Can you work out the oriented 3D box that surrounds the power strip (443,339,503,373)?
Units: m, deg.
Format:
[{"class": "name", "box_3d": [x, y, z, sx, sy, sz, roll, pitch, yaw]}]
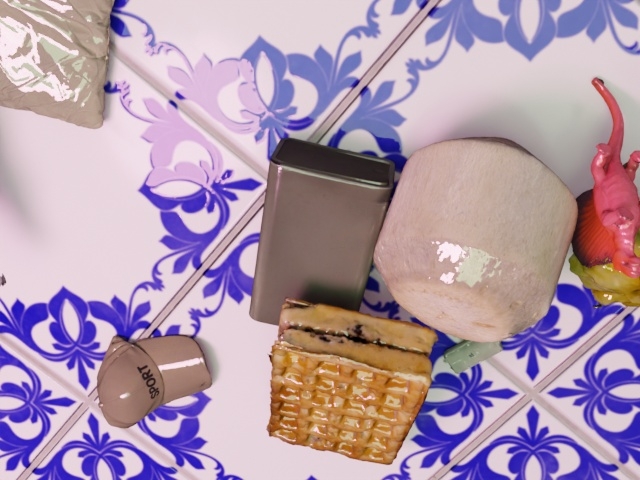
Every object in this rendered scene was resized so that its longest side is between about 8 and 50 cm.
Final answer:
[{"class": "power strip", "box_3d": [0.226, 0.164, 1.281, 0.090, 0.016, 0.040, -32, 104, 17]}]

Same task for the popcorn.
[{"class": "popcorn", "box_3d": [0.413, 0.024, 1.106, 0.168, 0.195, 0.173, 12, 107, 1]}]

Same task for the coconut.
[{"class": "coconut", "box_3d": [0.202, -0.016, 1.096, 0.237, 0.266, 0.237, 16, 157, 7]}]

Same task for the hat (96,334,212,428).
[{"class": "hat", "box_3d": [-0.257, 0.214, 1.326, 0.175, 0.085, 0.147, -16, 108, 14]}]

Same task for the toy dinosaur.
[{"class": "toy dinosaur", "box_3d": [0.351, -0.060, 1.084, 0.070, 0.286, 0.139, 8, 141, -11]}]

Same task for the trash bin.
[{"class": "trash bin", "box_3d": [0.000, 0.000, 1.192, 0.164, 0.122, 0.240, 11, 114, 2]}]

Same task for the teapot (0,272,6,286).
[{"class": "teapot", "box_3d": [-0.602, -0.076, 1.190, 0.424, 0.252, 0.280, 35, 151, 13]}]

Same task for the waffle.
[{"class": "waffle", "box_3d": [0.031, 0.206, 1.209, 0.213, 0.091, 0.308, 13, 144, 3]}]

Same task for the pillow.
[{"class": "pillow", "box_3d": [-0.409, -0.306, 1.145, 0.274, 0.076, 0.281, 14, 113, 0]}]
